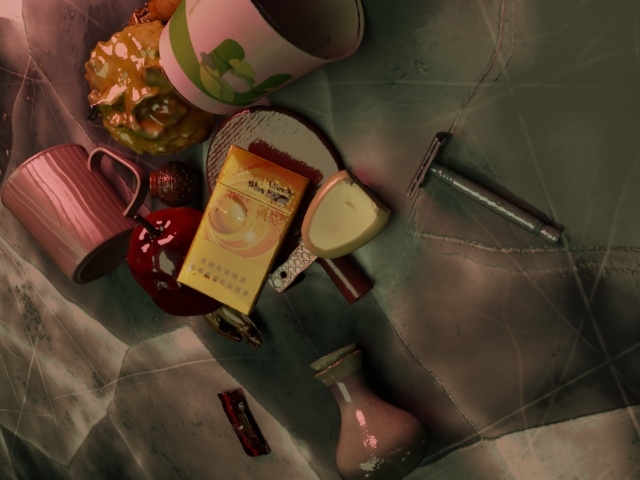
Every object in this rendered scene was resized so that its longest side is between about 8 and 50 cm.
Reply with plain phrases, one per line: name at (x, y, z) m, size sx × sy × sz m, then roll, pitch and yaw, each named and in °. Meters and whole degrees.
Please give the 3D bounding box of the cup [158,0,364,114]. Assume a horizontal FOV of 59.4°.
cup at (-0.109, -0.341, 0.882) m, size 0.274 × 0.253 × 0.253 m, roll -20°, pitch 96°, yaw 45°

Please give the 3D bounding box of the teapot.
teapot at (0.081, 0.322, 1.051) m, size 0.183 × 0.184 × 0.250 m, roll -37°, pitch 73°, yaw 38°

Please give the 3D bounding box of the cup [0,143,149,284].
cup at (-0.545, -0.079, 1.316) m, size 0.273 × 0.288 × 0.208 m, roll 49°, pitch 163°, yaw 8°

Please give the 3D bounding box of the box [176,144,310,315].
box at (-0.139, -0.018, 1.005) m, size 0.153 × 0.043 × 0.269 m, roll 26°, pitch 98°, yaw 6°

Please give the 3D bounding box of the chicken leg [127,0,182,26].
chicken leg at (-0.285, -0.440, 1.052) m, size 0.252 × 0.087 × 0.107 m, roll -10°, pitch 91°, yaw 43°

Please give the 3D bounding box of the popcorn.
popcorn at (-0.313, -0.278, 1.043) m, size 0.249 × 0.225 × 0.249 m, roll 9°, pitch 105°, yaw 38°

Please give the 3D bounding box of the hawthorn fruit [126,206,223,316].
hawthorn fruit at (-0.290, 0.019, 1.136) m, size 0.230 × 0.210 × 0.266 m, roll 25°, pitch 156°, yaw 40°

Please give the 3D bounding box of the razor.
razor at (0.253, -0.064, 0.849) m, size 0.232 × 0.068 × 0.106 m, roll 32°, pitch 123°, yaw 15°

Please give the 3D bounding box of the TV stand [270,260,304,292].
TV stand at (-0.124, -0.015, 1.125) m, size 0.040 × 0.049 × 0.256 m, roll -37°, pitch 85°, yaw 36°

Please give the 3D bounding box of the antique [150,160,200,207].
antique at (-0.302, -0.118, 1.177) m, size 0.104 × 0.104 × 0.103 m, roll 13°, pitch 114°, yaw 30°

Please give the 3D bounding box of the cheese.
cheese at (0.000, 0.000, 0.978) m, size 0.127 × 0.054 × 0.251 m, roll 46°, pitch 106°, yaw 5°

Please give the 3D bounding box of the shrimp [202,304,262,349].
shrimp at (-0.213, 0.175, 1.254) m, size 0.236 × 0.053 × 0.132 m, roll 35°, pitch 122°, yaw 23°

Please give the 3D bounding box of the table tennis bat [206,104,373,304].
table tennis bat at (-0.050, -0.059, 1.036) m, size 0.268 × 0.051 × 0.414 m, roll -40°, pitch 88°, yaw 24°

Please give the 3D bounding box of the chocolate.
chocolate at (-0.188, 0.445, 1.357) m, size 0.086 × 0.028 × 0.182 m, roll -20°, pitch 94°, yaw 35°
